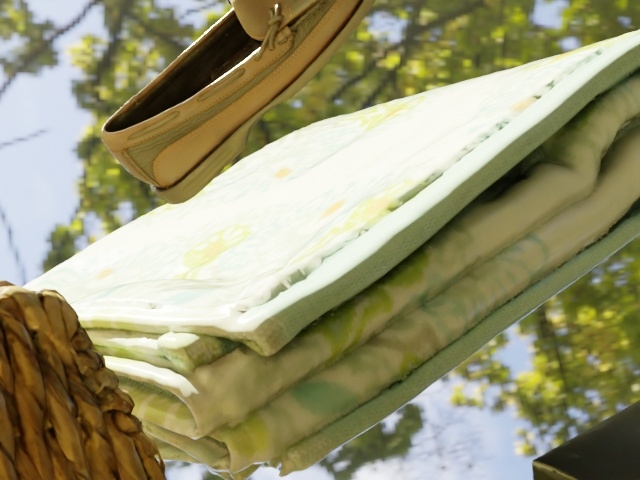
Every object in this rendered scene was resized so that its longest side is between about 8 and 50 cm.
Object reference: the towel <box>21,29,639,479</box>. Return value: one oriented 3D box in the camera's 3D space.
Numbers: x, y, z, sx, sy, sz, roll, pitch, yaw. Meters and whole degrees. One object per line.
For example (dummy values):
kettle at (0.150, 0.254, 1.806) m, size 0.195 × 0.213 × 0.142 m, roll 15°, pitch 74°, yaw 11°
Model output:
towel at (0.000, 0.000, 0.873) m, size 0.320 × 0.374 × 0.090 m, roll -5°, pitch -68°, yaw 53°

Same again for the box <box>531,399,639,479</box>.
box at (0.199, 0.188, 0.861) m, size 0.108 × 0.153 × 0.207 m, roll 26°, pitch -52°, yaw 46°

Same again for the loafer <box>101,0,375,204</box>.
loafer at (-0.026, -0.068, 0.588) m, size 0.125 × 0.039 × 0.045 m, roll -48°, pitch -149°, yaw 9°

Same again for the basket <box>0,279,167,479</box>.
basket at (-0.181, 0.164, 0.678) m, size 0.223 × 0.213 × 0.299 m, roll -2°, pitch -79°, yaw 56°
